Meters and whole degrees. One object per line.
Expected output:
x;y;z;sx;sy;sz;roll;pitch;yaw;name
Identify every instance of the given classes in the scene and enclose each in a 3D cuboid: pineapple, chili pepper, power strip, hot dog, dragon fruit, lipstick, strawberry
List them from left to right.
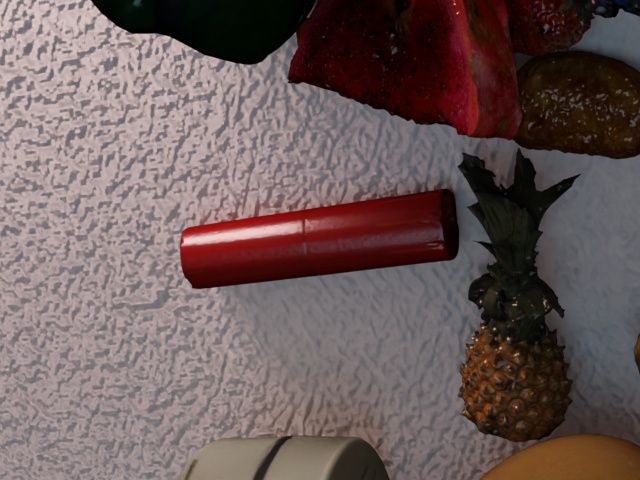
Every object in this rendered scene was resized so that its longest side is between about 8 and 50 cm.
-0.094;-0.300;1.682;0.249;0.233;0.256;21;123;25;chili pepper
-0.034;0.362;1.840;0.161;0.357;0.357;-2;110;18;power strip
0.000;0.001;1.851;0.280;0.073;0.073;-7;108;18;lipstick
0.109;-0.203;1.688;0.262;0.134;0.211;28;117;47;dragon fruit
0.187;0.050;1.792;0.119;0.130;0.277;4;117;13;pineapple
0.203;-0.207;1.705;0.096;0.083;0.083;-21;104;22;strawberry
0.243;-0.123;1.735;0.147;0.065;0.099;4;112;3;hot dog

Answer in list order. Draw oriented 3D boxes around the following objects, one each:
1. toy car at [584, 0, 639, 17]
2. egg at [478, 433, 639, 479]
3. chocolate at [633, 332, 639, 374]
0.316;-0.237;1.656;0.216;0.063;0.103;15;114;-5;toy car
0.237;0.366;1.798;0.301;0.301;0.374;25;107;6;egg
0.447;0.109;1.735;0.309;0.134;0.134;-3;110;20;chocolate
